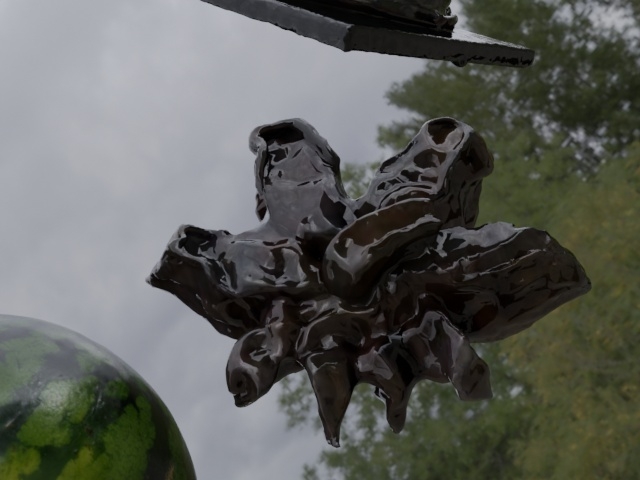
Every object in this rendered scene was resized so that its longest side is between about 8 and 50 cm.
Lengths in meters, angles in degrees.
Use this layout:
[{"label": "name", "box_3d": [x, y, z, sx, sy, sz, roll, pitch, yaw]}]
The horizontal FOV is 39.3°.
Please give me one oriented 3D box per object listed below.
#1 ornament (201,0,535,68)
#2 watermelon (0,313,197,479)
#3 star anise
[{"label": "ornament", "box_3d": [0.024, -0.185, 0.368, 0.166, 0.153, 0.196, -11, -58, -54]}, {"label": "watermelon", "box_3d": [-0.222, 0.192, 0.596, 0.285, 0.285, 0.285, -37, -25, -20]}, {"label": "star anise", "box_3d": [0.025, 0.005, 0.510, 0.220, 0.214, 0.099, -36, -23, -10]}]
